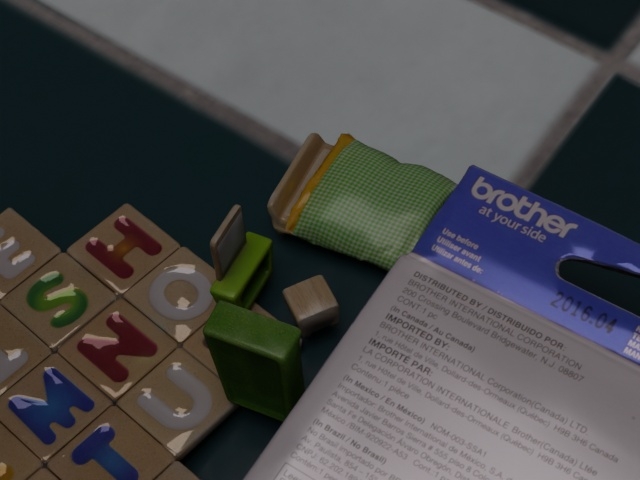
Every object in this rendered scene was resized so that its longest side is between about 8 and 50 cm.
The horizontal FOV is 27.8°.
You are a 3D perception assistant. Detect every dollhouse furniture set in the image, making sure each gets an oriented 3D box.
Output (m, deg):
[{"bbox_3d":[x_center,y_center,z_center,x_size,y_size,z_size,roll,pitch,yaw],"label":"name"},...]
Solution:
[{"bbox_3d":[0.000,0.000,0.563,0.076,0.058,0.152,20,58,18],"label":"dollhouse furniture set"}]

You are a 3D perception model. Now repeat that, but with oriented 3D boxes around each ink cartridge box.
[{"bbox_3d":[0.055,0.132,0.483,0.186,0.065,0.311,27,68,21],"label":"ink cartridge box"}]

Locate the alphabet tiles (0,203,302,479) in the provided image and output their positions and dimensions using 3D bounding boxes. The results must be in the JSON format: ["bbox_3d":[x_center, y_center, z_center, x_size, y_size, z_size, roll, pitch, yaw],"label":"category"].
[{"bbox_3d":[-0.130,0.084,0.548,0.198,0.009,0.237,36,62,25],"label":"alphabet tiles"}]
